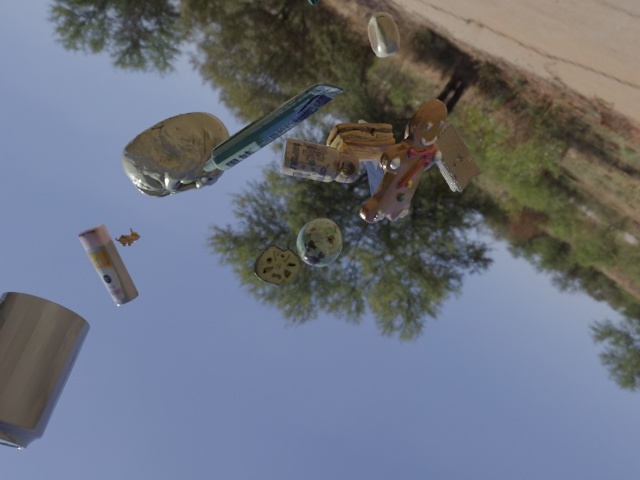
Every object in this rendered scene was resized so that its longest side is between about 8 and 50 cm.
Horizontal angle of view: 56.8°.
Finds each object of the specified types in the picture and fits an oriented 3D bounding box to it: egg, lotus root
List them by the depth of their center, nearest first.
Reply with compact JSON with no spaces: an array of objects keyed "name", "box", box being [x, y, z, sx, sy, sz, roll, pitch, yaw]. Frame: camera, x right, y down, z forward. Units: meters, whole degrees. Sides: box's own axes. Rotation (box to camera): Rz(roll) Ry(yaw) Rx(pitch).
[{"name":"egg","box":[0.000,0.000,2.204,0.169,0.169,0.231,31,-146,-9]},{"name":"lotus root","box":[-0.185,0.119,2.525,0.183,0.078,0.203,41,-119,12]}]

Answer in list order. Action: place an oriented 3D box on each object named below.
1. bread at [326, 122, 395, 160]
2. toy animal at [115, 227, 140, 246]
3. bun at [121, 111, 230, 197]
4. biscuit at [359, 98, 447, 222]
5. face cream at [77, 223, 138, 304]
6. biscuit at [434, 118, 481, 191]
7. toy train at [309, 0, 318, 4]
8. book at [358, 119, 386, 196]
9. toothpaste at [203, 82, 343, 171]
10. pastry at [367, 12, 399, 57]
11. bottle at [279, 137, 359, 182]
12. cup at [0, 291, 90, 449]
[{"name":"bread","box":[0.120,-0.288,1.748,0.200,0.116,0.077,-3,-114,-21]},{"name":"toy animal","box":[-0.746,-0.011,2.299,0.081,0.061,0.083,-2,-156,6]},{"name":"bun","box":[-0.455,-0.264,1.940,0.211,0.359,0.359,64,-160,5]},{"name":"biscuit","box":[0.216,-0.179,1.431,0.047,0.340,0.216,42,-149,28]},{"name":"face cream","box":[-0.695,0.080,1.947,0.269,0.107,0.073,69,-157,-16]},{"name":"biscuit","box":[0.417,-0.262,1.859,0.239,0.108,0.062,49,174,-34]},{"name":"toy train","box":[0.045,-0.919,2.111,0.042,0.209,0.044,52,-173,-40]},{"name":"book","box":[0.201,-0.269,2.143,0.021,0.310,0.217,-16,-156,-7]},{"name":"toothpaste","box":[-0.122,-0.243,1.308,0.098,0.392,0.061,-10,-103,-57]},{"name":"pastry","box":[0.224,-0.728,2.089,0.156,0.092,0.156,159,90,-86]},{"name":"bottle","box":[0.001,-0.208,1.582,0.209,0.097,0.110,10,-171,-10]},{"name":"cup","box":[-0.773,0.301,1.433,0.323,0.236,0.327,37,-125,-32]}]
